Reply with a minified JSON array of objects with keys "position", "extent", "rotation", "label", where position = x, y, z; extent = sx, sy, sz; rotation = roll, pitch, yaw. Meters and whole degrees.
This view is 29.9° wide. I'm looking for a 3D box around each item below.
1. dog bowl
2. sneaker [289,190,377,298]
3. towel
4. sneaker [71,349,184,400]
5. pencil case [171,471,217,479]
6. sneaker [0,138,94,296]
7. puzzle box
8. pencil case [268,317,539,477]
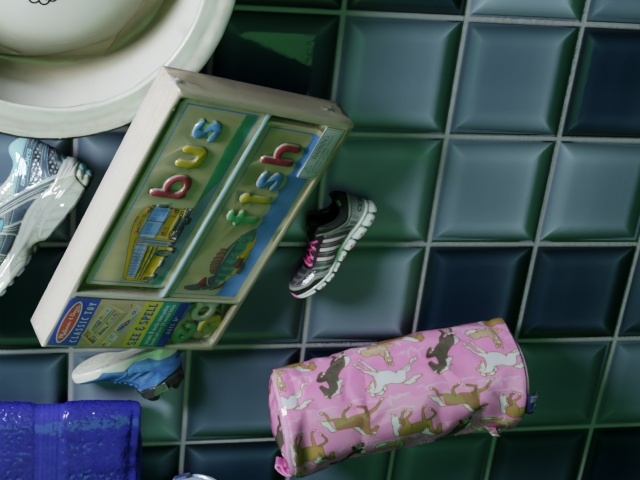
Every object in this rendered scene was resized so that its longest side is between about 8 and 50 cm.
[{"position":[-0.301,-0.326,1.335],"extent":[0.408,0.150,0.408],"rotation":[-9,122,-15],"label":"dog bowl"},{"position":[0.000,0.000,1.648],"extent":[0.075,0.063,0.170],"rotation":[33,101,-27],"label":"sneaker"},{"position":[-0.411,0.326,1.717],"extent":[0.308,0.076,0.227],"rotation":[1,110,-14],"label":"towel"},{"position":[-0.266,0.195,1.685],"extent":[0.152,0.058,0.084],"rotation":[-18,112,-12],"label":"sneaker"},{"position":[-0.193,0.490,1.826],"extent":[0.124,0.113,0.273],"rotation":[-14,121,-22],"label":"pencil case"},{"position":[-0.414,-0.014,1.531],"extent":[0.122,0.110,0.283],"rotation":[39,101,-9],"label":"sneaker"},{"position":[-0.164,-0.022,1.510],"extent":[0.272,0.052,0.409],"rotation":[6,128,-40],"label":"puzzle box"},{"position":[0.111,0.229,1.743],"extent":[0.386,0.167,0.160],"rotation":[-11,152,-8],"label":"pencil case"}]
